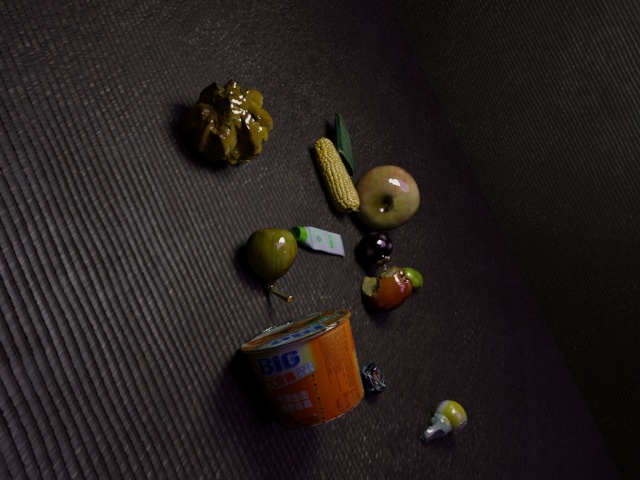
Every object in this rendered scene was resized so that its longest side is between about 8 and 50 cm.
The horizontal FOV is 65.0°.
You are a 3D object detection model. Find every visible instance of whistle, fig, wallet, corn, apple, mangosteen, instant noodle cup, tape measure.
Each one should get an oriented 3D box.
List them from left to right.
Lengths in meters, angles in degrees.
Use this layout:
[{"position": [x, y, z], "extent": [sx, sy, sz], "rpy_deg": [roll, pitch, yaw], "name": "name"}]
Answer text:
[{"position": [-0.132, 0.053, 1.400], "extent": [0.142, 0.148, 0.186], "rpy_deg": [-63, 158, -65], "name": "fig"}, {"position": [-0.030, 0.314, 1.234], "extent": [0.296, 0.297, 0.213], "rpy_deg": [-18, 91, -55], "name": "instant noodle cup"}, {"position": [0.055, -0.226, 1.838], "extent": [0.102, 0.102, 0.310], "rpy_deg": [-6, 67, -54], "name": "corn"}, {"position": [0.089, -0.378, 1.986], "extent": [0.160, 0.055, 0.235], "rpy_deg": [62, 20, -50], "name": "wallet"}, {"position": [0.163, 0.439, 1.580], "extent": [0.094, 0.054, 0.091], "rpy_deg": [56, 36, 2], "name": "tape measure"}, {"position": [0.206, 0.044, 1.828], "extent": [0.137, 0.137, 0.151], "rpy_deg": [-10, 73, -54], "name": "mangosteen"}, {"position": [0.248, -0.169, 1.919], "extent": [0.256, 0.257, 0.233], "rpy_deg": [51, 23, -17], "name": "apple"}, {"position": [0.239, 0.174, 1.761], "extent": [0.156, 0.158, 0.146], "rpy_deg": [-16, 83, -59], "name": "apple"}, {"position": [0.425, 0.633, 1.760], "extent": [0.223, 0.123, 0.122], "rpy_deg": [-17, 81, -37], "name": "whistle"}]

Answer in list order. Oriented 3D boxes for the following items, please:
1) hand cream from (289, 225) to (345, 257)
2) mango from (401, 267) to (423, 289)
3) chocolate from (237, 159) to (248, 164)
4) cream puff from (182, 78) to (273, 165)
[{"position": [-0.001, 0.001, 1.674], "extent": [0.275, 0.050, 0.078], "rpy_deg": [14, 85, -53], "name": "hand cream"}, {"position": [0.361, 0.158, 2.007], "extent": [0.165, 0.074, 0.091], "rpy_deg": [33, 39, -52], "name": "mango"}, {"position": [-0.259, -0.335, 1.532], "extent": [0.086, 0.086, 0.219], "rpy_deg": [7, 66, -50], "name": "chocolate"}, {"position": [-0.258, -0.336, 1.413], "extent": [0.244, 0.196, 0.244], "rpy_deg": [22, 53, -34], "name": "cream puff"}]
